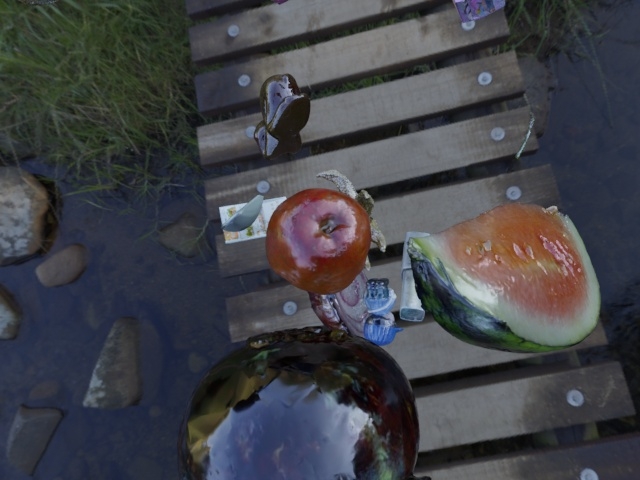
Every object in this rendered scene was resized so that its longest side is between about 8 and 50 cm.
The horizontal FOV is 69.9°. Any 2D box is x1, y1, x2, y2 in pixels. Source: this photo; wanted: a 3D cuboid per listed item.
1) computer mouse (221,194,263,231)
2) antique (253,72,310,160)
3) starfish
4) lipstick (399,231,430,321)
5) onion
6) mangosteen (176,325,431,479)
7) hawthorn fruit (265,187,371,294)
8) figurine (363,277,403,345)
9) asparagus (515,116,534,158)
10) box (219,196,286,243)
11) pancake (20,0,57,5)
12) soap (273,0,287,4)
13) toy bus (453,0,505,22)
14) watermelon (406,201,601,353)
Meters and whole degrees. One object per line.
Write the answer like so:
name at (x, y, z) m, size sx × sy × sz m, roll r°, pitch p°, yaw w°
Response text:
computer mouse at (-0.123, -0.042, 0.773) m, size 0.056 × 0.110 × 0.032 m, roll -35°, pitch 100°, yaw 33°
antique at (-0.119, -0.336, 1.270) m, size 0.121 × 0.257 × 0.143 m, roll -23°, pitch 63°, yaw -27°
starfish at (0.067, -0.044, 0.951) m, size 0.062 × 0.277 × 0.236 m, roll -24°, pitch 93°, yaw -22°
lipstick at (0.256, 0.093, 1.242) m, size 0.077 × 0.079 × 0.253 m, roll 6°, pitch 50°, yaw 11°
onion at (0.062, 0.200, 1.352) m, size 0.146 × 0.314 × 0.280 m, roll -19°, pitch 88°, yaw 23°
mangosteen at (-0.005, 0.223, 0.429) m, size 0.231 × 0.231 × 0.289 m, roll -22°, pitch 74°, yaw 8°
hawthorn fruit at (0.000, 0.000, 0.732) m, size 0.189 × 0.189 × 0.189 m, roll -1°, pitch 86°, yaw 10°
figurine at (0.122, 0.150, 0.938) m, size 0.077 × 0.079 × 0.136 m, roll -2°, pitch 110°, yaw 29°
asparagus at (0.626, -0.316, 1.394) m, size 0.016 × 0.016 × 0.163 m, roll 14°, pitch 69°, yaw 37°
box at (-0.210, -0.066, 1.497) m, size 0.220 × 0.032 × 0.122 m, roll -10°, pitch 89°, yaw -14°
pancake at (-0.626, -0.560, 0.968) m, size 0.151 × 0.152 × 0.025 m, roll -16°, pitch 66°, yaw 9°
soap at (-0.118, -0.414, 0.542) m, size 0.249 × 0.162 × 0.099 m, roll 16°, pitch 55°, yaw -25°
toy bus at (0.351, -0.646, 1.093) m, size 0.112 × 0.090 × 0.274 m, roll -23°, pitch 53°, yaw 26°
watermelon at (0.163, 0.027, 0.368) m, size 0.063 × 0.245 × 0.119 m, roll -20°, pitch 80°, yaw 53°
